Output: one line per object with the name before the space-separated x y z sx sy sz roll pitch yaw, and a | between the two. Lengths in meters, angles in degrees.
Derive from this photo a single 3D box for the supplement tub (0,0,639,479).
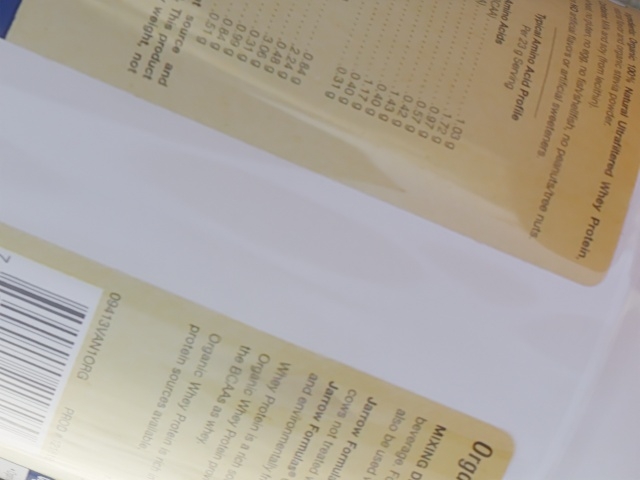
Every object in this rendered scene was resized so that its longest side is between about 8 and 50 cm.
supplement tub | 0.000 0.000 0.533 0.316 0.228 0.228 23 136 -5
